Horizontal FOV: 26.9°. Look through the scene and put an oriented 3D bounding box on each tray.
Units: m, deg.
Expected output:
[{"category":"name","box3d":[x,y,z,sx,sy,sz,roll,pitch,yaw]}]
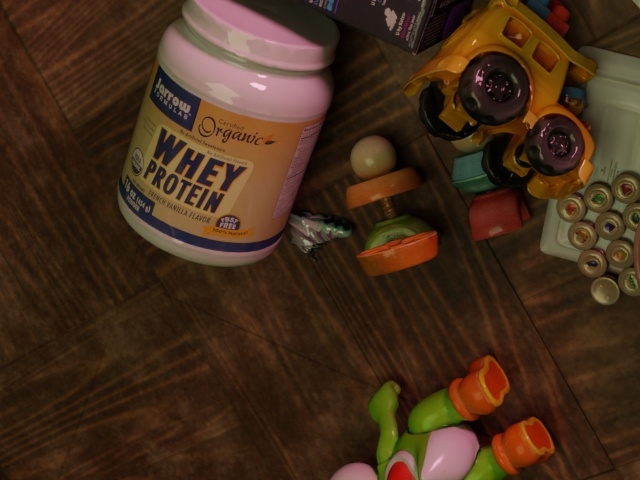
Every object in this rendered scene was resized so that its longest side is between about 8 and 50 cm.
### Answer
[{"category":"tray","box3d":[0.348,-0.086,1.591,0.145,0.030,0.270,17,115,23]}]

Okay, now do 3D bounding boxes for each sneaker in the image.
[{"category":"sneaker","box3d":[0.000,0.000,1.805,0.098,0.038,0.069,17,117,32]}]

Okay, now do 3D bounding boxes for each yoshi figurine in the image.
[{"category":"yoshi figurine","box3d":[0.128,0.310,1.802,0.362,0.203,0.203,-37,130,19]}]

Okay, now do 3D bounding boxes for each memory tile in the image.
[{"category":"memory tile","box3d":[0.353,-0.001,1.595,0.113,0.012,0.148,-20,99,32]}]

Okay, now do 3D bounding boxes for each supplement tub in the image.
[{"category":"supplement tub","box3d":[-0.115,-0.151,1.696,0.228,0.228,0.316,29,119,16]}]

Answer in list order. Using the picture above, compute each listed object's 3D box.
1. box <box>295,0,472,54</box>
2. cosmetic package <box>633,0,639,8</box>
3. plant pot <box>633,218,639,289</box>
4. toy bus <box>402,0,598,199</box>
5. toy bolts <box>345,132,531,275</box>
[{"category":"box","box3d":[0.046,-0.348,1.574,0.270,0.165,0.143,26,119,17]},{"category":"cosmetic package","box3d":[0.306,-0.365,1.470,0.239,0.099,0.060,48,123,4]},{"category":"plant pot","box3d":[0.483,0.008,1.507,0.237,0.110,0.237,10,112,26]},{"category":"toy bus","box3d":[0.240,-0.183,1.532,0.220,0.211,0.149,39,163,-12]},{"category":"toy bolts","box3d":[0.131,-0.066,1.628,0.228,0.218,0.158,-16,94,13]}]
